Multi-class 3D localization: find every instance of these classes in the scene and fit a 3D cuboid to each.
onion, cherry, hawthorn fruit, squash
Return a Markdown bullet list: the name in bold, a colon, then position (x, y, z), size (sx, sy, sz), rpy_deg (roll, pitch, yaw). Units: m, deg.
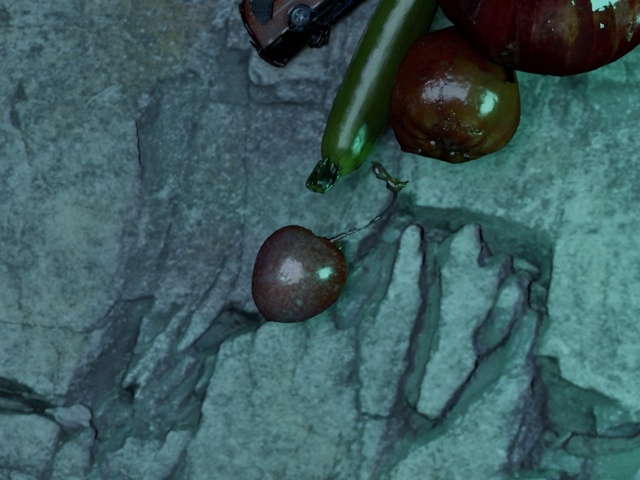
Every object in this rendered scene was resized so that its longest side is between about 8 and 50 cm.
- **onion**: position (0.240, -0.305, 1.585), size (0.276, 0.276, 0.276), rpy_deg (-3, 82, 20)
- **cherry**: position (0.000, 0.000, 1.725), size (0.107, 0.090, 0.225), rpy_deg (37, 96, 23)
- **hawthorn fruit**: position (0.149, -0.169, 1.672), size (0.148, 0.148, 0.172), rpy_deg (0, 64, 20)
- **squash**: position (0.066, -0.195, 1.732), size (0.071, 0.080, 0.318), rpy_deg (27, 92, 22)

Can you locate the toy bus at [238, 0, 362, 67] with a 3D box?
- **toy bus**: position (0.012, -0.304, 1.779), size (0.235, 0.073, 0.096), rpy_deg (-36, 63, 12)
